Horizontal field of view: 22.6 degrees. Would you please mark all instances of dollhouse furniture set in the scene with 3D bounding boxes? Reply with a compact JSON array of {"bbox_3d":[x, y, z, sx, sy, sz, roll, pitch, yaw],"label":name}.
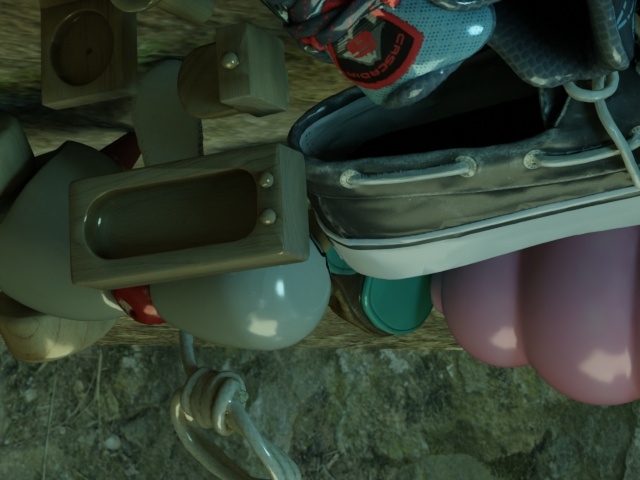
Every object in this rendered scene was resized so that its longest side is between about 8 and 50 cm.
[{"bbox_3d":[-0.099,-0.064,0.702,0.144,0.151,0.123,-8,168,27],"label":"dollhouse furniture set"}]

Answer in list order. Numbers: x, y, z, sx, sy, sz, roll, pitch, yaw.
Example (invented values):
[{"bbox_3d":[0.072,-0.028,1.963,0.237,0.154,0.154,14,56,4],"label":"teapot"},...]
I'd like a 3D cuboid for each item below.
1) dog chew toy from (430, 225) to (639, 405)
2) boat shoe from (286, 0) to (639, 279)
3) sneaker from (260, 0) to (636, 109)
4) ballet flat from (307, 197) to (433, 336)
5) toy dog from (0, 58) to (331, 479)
[{"bbox_3d":[0.252,0.046,1.303,0.332,0.206,0.206,4,173,23],"label":"dog chew toy"},{"bbox_3d":[0.133,-0.076,0.793,0.306,0.113,0.105,-14,139,15],"label":"boat shoe"},{"bbox_3d":[0.018,-0.109,0.520,0.262,0.125,0.104,5,168,-34],"label":"sneaker"},{"bbox_3d":[0.000,0.000,1.271,0.124,0.116,0.342,17,177,20],"label":"ballet flat"},{"bbox_3d":[-0.099,-0.009,0.975,0.333,0.161,0.220,26,144,31],"label":"toy dog"}]
